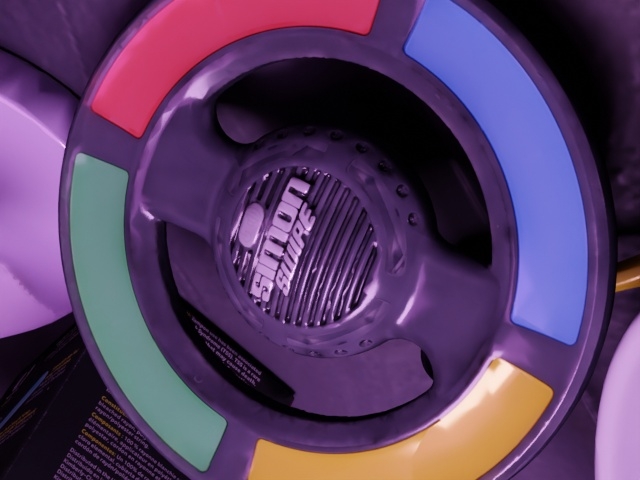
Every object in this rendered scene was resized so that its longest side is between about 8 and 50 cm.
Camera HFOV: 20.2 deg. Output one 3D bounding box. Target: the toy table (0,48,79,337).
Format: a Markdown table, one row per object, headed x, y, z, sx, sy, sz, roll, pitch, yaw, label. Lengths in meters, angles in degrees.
| x | y | z | sx | sy | sz | roll | pitch | yaw | label |
| --- | --- | --- | --- | --- | --- | --- | --- | --- | --- |
| -0.232 | 0.014 | 0.779 | 0.274 | 0.161 | 0.252 | -8 | 124 | 28 | toy table |

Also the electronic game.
| x | y | z | sx | sy | sz | roll | pitch | yaw | label |
| --- | --- | --- | --- | --- | --- | --- | --- | --- | --- |
| 0.000 | 0.000 | 0.681 | 0.229 | 0.048 | 0.229 | 5 | 101 | 24 | electronic game |

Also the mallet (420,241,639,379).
| x | y | z | sx | sy | sz | roll | pitch | yaw | label |
| --- | --- | --- | --- | --- | --- | --- | --- | --- | --- |
| 0.127 | 0.005 | 0.698 | 0.190 | 0.062 | 0.039 | -22 | 118 | 20 | mallet |

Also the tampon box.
| x | y | z | sx | sy | sz | roll | pitch | yaw | label |
| --- | --- | --- | --- | --- | --- | --- | --- | --- | --- |
| -0.106 | 0.118 | 0.805 | 0.101 | 0.161 | 0.120 | 41 | 134 | -11 | tampon box |

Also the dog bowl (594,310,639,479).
| x | y | z | sx | sy | sz | roll | pitch | yaw | label |
| --- | --- | --- | --- | --- | --- | --- | --- | --- | --- |
| 0.206 | 0.126 | 0.604 | 0.104 | 0.265 | 0.265 | -15 | 133 | -19 | dog bowl |
